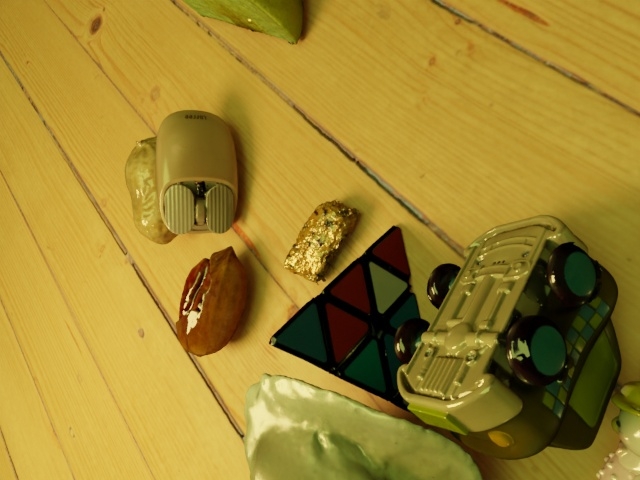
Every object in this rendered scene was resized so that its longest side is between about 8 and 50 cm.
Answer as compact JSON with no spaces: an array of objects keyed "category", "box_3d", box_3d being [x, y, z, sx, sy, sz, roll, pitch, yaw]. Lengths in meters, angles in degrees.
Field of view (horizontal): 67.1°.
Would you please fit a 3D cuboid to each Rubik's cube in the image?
[{"category":"Rubik's cube","box_3d":[0.044,0.068,0.668,0.284,0.250,0.234,18,76,39]}]

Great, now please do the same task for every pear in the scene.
[{"category":"pear","box_3d":[-0.172,-0.468,0.815,0.288,0.239,0.139,30,103,32]}]

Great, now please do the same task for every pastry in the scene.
[{"category":"pastry","box_3d":[0.000,0.000,0.761,0.080,0.056,0.140,30,100,21]}]

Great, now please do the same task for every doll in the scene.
[{"category":"doll","box_3d":[0.319,0.220,0.472,0.081,0.129,0.207,10,113,39]}]

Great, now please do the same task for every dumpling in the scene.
[{"category":"dumpling","box_3d":[0.051,0.325,0.579,0.270,0.321,0.211,-9,52,54]}]

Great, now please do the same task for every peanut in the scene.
[{"category":"peanut","box_3d":[-0.314,-0.103,0.945,0.129,0.129,0.224,-21,76,31]}]

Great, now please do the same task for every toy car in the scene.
[{"category":"toy car","box_3d":[0.222,0.118,0.520,0.247,0.198,0.204,-55,14,-22]}]

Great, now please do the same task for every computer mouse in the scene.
[{"category":"computer mouse","box_3d":[-0.223,-0.126,0.876,0.082,0.145,0.236,154,115,-68]}]

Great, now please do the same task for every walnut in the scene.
[{"category":"walnut","box_3d":[-0.190,0.107,0.850,0.116,0.116,0.207,25,99,34]}]
